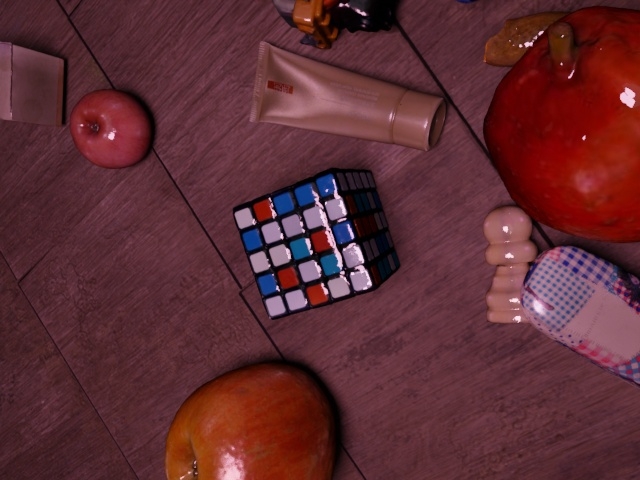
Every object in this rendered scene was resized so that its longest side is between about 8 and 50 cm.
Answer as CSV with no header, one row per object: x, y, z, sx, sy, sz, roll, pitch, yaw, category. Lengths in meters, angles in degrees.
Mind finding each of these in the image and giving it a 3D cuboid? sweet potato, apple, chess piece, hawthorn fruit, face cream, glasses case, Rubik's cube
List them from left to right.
-0.399,-0.212,0.915,0.153,0.120,0.154,2,97,19,apple
-0.123,0.365,0.806,0.301,0.301,0.302,3,97,20,apple
0.000,0.000,0.759,0.184,0.187,0.182,-18,90,23,Rubik's cube
0.029,-0.226,0.784,0.341,0.084,0.138,21,113,24,face cream
0.282,0.034,0.713,0.094,0.094,0.171,-10,89,21,chess piece
0.350,-0.278,0.655,0.243,0.077,0.077,2,97,21,sweet potato
0.323,-0.137,0.553,0.265,0.307,0.266,-17,61,34,hawthorn fruit
0.421,0.124,0.642,0.327,0.076,0.125,29,80,0,glasses case

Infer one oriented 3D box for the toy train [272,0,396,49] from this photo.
0.048,-0.474,0.702,0.231,0.163,0.370,13,101,10,toy train

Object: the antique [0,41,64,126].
-0.617,-0.311,0.968,0.151,0.148,0.147,11,101,18,antique

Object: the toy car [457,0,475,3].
0.250,-0.391,0.612,0.216,0.063,0.103,-24,89,16,toy car
